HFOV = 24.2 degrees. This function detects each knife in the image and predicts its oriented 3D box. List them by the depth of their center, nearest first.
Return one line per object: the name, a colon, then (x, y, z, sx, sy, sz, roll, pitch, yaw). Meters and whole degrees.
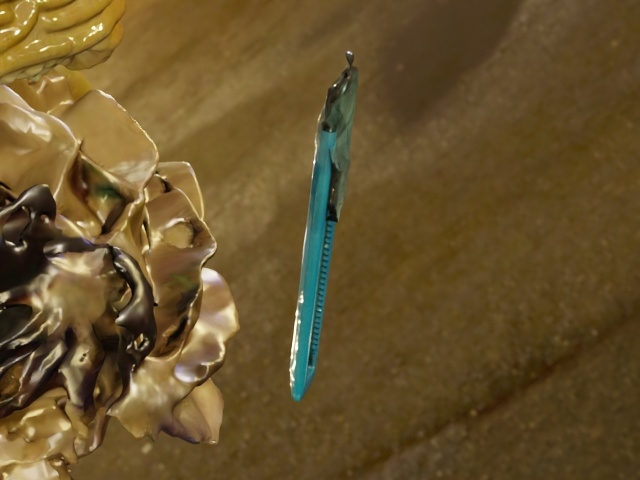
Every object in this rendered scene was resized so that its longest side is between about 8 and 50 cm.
knife: (0.002, 0.001, 1.102, 0.026, 0.297, 0.044, 13, 35, 10)

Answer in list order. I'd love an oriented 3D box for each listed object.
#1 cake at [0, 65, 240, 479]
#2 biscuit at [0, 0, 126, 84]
cake: (-0.208, 0.013, 0.904, 0.321, 0.332, 0.332, 6, 46, 38)
biscuit: (-0.149, -0.118, 0.502, 0.031, 0.176, 0.228, 11, 17, 36)
